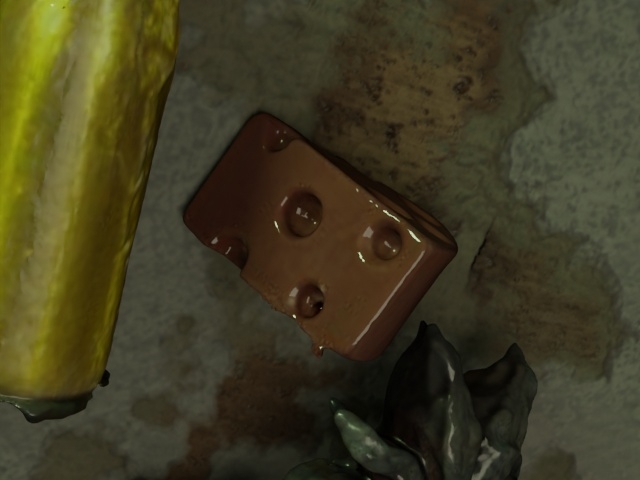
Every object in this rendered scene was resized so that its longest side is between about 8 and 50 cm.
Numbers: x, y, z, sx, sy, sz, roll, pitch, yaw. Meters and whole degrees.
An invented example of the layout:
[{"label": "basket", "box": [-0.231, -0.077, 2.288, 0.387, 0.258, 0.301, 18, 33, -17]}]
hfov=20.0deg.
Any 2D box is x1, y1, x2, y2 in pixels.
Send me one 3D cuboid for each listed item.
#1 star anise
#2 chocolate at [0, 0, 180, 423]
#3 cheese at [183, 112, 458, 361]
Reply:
[{"label": "star anise", "box": [0.102, 0.214, 1.548, 0.359, 0.139, 0.315, -14, 132, -37]}, {"label": "chocolate", "box": [-0.178, -0.096, 1.334, 0.162, 0.162, 0.445, 10, 109, -23]}, {"label": "cheese", "box": [0.022, 0.014, 1.487, 0.128, 0.203, 0.177, -56, 150, 7]}]
